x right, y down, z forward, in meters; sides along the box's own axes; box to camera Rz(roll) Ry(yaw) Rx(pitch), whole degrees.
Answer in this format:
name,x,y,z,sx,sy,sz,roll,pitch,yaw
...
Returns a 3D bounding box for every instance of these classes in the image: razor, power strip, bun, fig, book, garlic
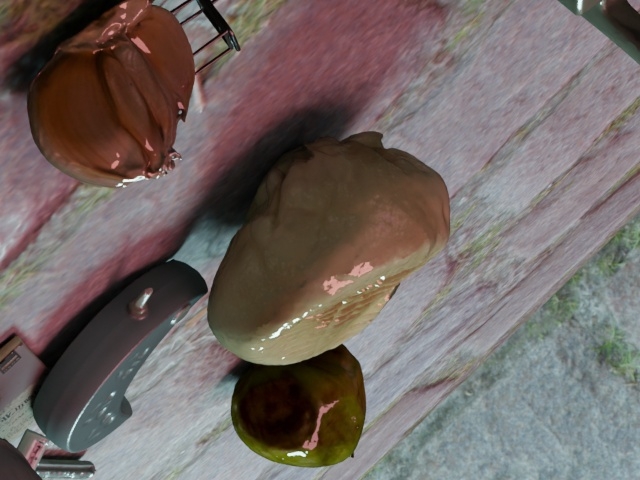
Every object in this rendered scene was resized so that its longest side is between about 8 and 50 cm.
name,x,y,z,sx,sy,sz,roll,pitch,yaw
razor,-0.250,0.210,1.428,0.084,0.036,0.211,-62,170,-2
power strip,-0.165,0.096,1.261,0.137,0.044,0.216,-35,163,-48
bun,0.000,0.000,1.270,0.229,0.145,0.229,-27,167,-7
fig,-0.016,0.180,1.722,0.144,0.154,0.166,-9,139,26
book,-0.262,0.138,1.217,0.127,0.014,0.182,-41,165,-10
garlic,-0.113,-0.080,0.871,0.113,0.094,0.074,-39,-159,-22

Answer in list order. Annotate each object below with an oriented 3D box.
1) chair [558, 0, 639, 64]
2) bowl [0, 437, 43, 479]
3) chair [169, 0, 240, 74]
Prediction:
name,x,y,z,sx,sy,sz,roll,pitch,yaw
chair,0.225,-0.226,0.950,0.190,0.275,0.203,-37,167,-21
bowl,-0.244,0.245,1.171,0.189,0.086,0.189,-22,117,-54
chair,-0.058,-0.135,0.925,0.086,0.042,0.037,-41,169,-3
